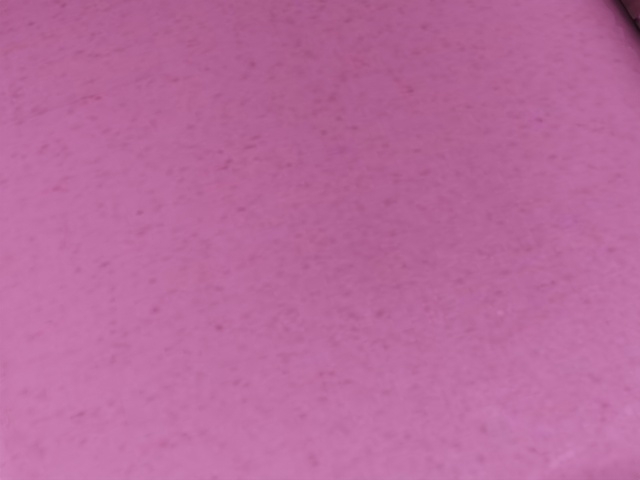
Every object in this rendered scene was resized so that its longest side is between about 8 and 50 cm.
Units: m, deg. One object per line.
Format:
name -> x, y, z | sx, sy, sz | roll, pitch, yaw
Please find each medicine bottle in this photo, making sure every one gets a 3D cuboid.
medicine bottle -> 0.000, 0.000, 0.626 | 0.282, 0.123, 0.375 | -15, 41, -5
